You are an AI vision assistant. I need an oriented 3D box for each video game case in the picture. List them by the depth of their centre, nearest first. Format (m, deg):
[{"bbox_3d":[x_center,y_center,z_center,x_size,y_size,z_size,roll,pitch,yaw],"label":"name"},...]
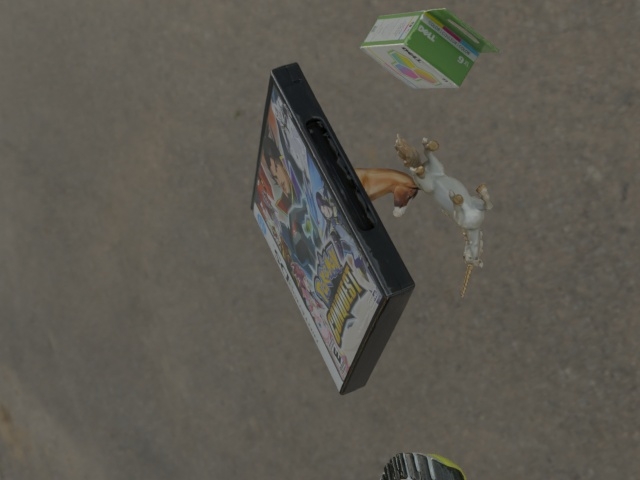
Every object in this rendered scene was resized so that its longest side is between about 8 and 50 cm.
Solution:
[{"bbox_3d":[0.000,0.000,1.058,0.275,0.035,0.248,105,141,-63],"label":"video game case"}]

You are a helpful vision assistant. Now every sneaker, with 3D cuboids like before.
[{"bbox_3d":[0.110,0.271,1.102,0.208,0.094,0.081,129,139,-57],"label":"sneaker"}]

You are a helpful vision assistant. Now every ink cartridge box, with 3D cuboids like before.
[{"bbox_3d":[0.151,-0.272,1.510,0.062,0.109,0.209,-59,23,-5],"label":"ink cartridge box"}]

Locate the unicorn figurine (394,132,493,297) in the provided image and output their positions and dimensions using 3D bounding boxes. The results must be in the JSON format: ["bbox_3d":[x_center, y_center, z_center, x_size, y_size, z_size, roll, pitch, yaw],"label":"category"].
[{"bbox_3d":[0.136,-0.038,1.088,0.111,0.060,0.162,73,172,-70],"label":"unicorn figurine"}]

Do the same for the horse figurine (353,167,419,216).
[{"bbox_3d":[0.010,-0.074,1.613,0.263,0.066,0.174,35,91,39],"label":"horse figurine"}]
